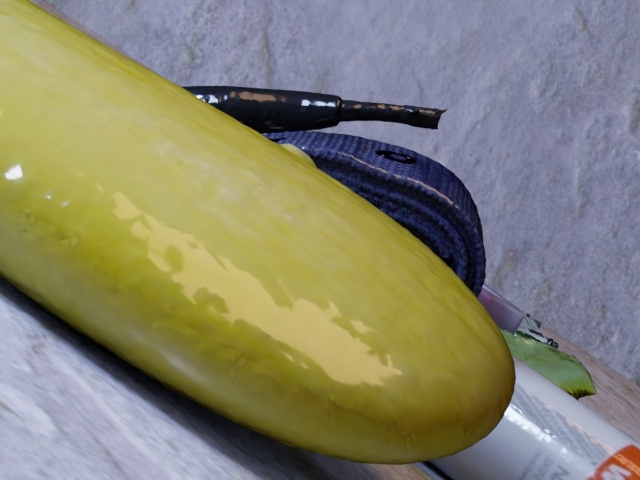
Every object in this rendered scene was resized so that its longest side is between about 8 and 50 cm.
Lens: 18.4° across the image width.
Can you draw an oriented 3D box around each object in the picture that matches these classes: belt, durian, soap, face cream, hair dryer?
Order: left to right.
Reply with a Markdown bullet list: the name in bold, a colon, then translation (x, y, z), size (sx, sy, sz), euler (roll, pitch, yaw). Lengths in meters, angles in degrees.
- **soap**: translation (-0.077, -0.004, 1.175), size (0.427, 0.115, 0.306), euler (33, 16, 10)
- **hair dryer**: translation (-0.080, -0.094, 1.575), size (0.359, 0.120, 0.304), euler (2, -5, -2)
- **belt**: translation (0.000, 0.000, 1.375), size (0.230, 0.140, 0.126), euler (8, 12, 2)
- **durian**: translation (0.109, 0.102, 1.614), size (0.220, 0.095, 0.137), euler (29, -10, -34)
- **face cream**: translation (0.199, 0.186, 1.326), size (0.345, 0.102, 0.102), euler (35, 5, 32)

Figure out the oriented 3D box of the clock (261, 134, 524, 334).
- **clock**: translation (0.022, 0.014, 1.862), size (0.338, 0.102, 0.338), euler (34, 4, -3)

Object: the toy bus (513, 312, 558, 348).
- **toy bus**: translation (0.179, 0.112, 2.015), size (0.089, 0.087, 0.194), euler (23, 7, -5)
